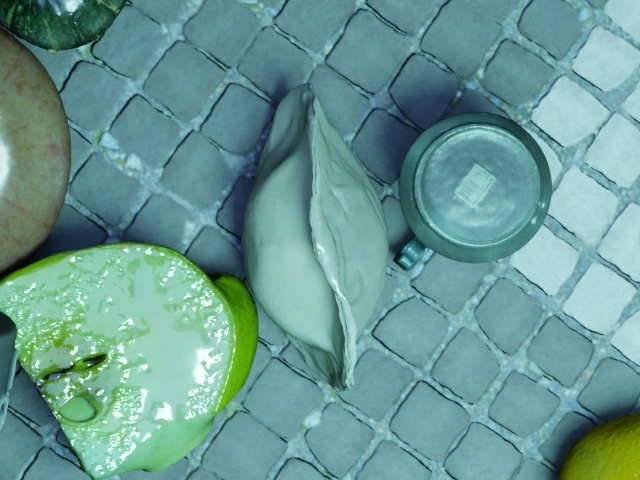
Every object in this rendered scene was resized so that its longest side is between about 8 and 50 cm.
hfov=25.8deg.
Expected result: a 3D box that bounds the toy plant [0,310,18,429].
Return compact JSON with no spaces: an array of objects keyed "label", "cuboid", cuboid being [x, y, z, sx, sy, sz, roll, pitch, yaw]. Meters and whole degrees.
[{"label":"toy plant","cuboid":[-0.441,0.265,1.526,0.279,0.185,0.400,19,102,10]}]

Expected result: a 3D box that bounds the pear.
[{"label":"pear","cuboid":[-0.215,0.117,1.657,0.281,0.176,0.286,-32,90,-6]}]

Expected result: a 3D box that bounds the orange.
[{"label":"orange","cuboid":[0.387,0.320,1.648,0.236,0.236,0.236,0,89,-2]}]

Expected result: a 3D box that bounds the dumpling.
[{"label":"dumpling","cuboid":[0.001,-0.004,1.620,0.181,0.260,0.341,17,89,-9]}]

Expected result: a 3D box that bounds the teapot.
[{"label":"teapot","cuboid":[0.164,-0.045,1.645,0.171,0.225,0.203,43,89,2]}]

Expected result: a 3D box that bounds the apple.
[{"label":"apple","cuboid":[-0.446,-0.095,1.604,0.344,0.269,0.345,0,88,-3]}]

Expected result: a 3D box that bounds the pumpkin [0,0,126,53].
[{"label":"pumpkin","cuboid":[-0.315,-0.324,1.675,0.190,0.146,0.190,1,66,-3]}]
